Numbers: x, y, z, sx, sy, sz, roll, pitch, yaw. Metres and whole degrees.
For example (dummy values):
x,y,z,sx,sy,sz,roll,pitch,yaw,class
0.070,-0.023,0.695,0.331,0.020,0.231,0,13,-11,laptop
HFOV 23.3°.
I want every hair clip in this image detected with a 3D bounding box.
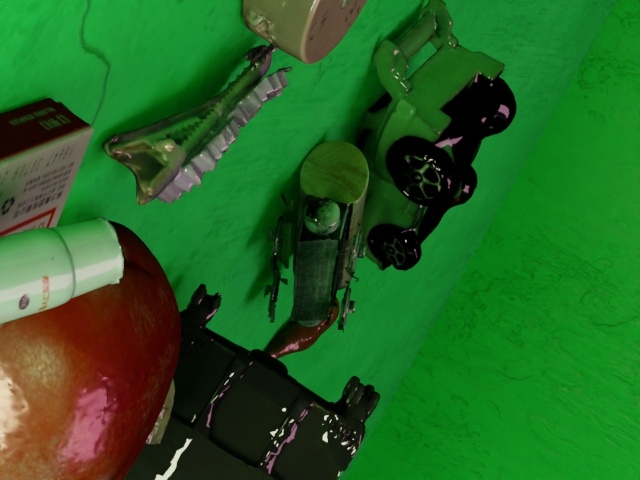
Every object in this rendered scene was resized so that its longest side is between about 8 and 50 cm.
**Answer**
x,y,z,sx,sy,sz,roll,pitch,yaw,class
-0.109,-0.112,1.452,0.106,0.084,0.292,-34,-171,40,hair clip

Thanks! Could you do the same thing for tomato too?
x,y,z,sx,sy,sz,roll,pitch,yaw,class
-0.218,0.142,1.374,0.338,0.144,0.338,-59,178,-4,tomato

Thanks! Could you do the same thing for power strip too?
x,y,z,sx,sy,sz,roll,pitch,yaw,class
-0.006,-0.249,1.495,0.154,0.078,0.154,-55,167,-18,power strip

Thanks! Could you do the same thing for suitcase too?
x,y,z,sx,sy,sz,roll,pitch,yaw,class
-0.153,0.290,1.754,0.433,0.283,0.194,-59,-175,-2,suitcase

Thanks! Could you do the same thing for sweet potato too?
x,y,z,sx,sy,sz,roll,pitch,yaw,class
-0.033,0.142,2.354,0.195,0.056,0.056,-40,158,-38,sweet potato

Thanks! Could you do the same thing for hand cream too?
x,y,z,sx,sy,sz,roll,pitch,yaw,class
-0.285,0.045,1.020,0.331,0.058,0.085,-15,147,-33,hand cream

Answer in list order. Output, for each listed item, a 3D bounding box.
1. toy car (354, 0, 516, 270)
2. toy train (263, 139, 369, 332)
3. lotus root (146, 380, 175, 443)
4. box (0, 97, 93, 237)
x,y,z,sx,sy,sz,roll,pitch,yaw,class
0.134,-0.130,2.102,0.213,0.176,0.358,-47,167,-39,toy car
-0.008,-0.003,2.028,0.307,0.126,0.189,95,-3,-62,toy train
-0.194,0.142,1.583,0.143,0.070,0.144,15,-92,59,lotus root
-0.256,-0.025,1.140,0.123,0.050,0.229,-63,166,26,box
